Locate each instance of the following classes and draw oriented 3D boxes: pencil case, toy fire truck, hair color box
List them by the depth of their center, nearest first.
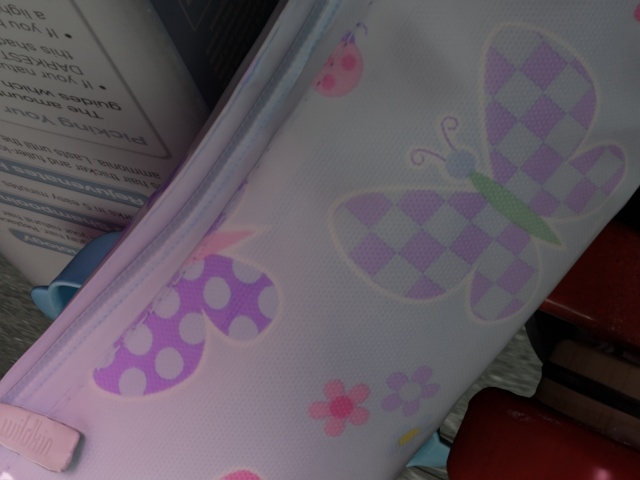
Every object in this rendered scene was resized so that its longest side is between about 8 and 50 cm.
[{"bbox_3d":[0.000,0.000,0.374,0.124,0.273,0.113,33,-166,-24],"label":"pencil case"},{"bbox_3d":[-0.089,-0.083,0.485,0.185,0.113,0.374,15,158,20],"label":"hair color box"},{"bbox_3d":[0.173,0.048,0.511,0.302,0.169,0.254,22,178,1],"label":"toy fire truck"}]

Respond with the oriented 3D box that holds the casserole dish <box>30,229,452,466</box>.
[{"bbox_3d":[-0.027,0.044,0.526,0.188,0.037,0.114,21,160,3],"label":"casserole dish"}]
